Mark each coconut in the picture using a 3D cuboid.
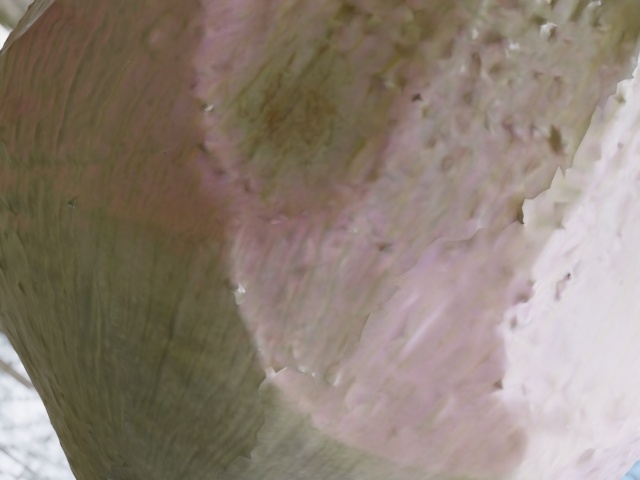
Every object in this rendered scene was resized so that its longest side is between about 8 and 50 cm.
[{"bbox_3d":[0.000,0.000,0.933,0.405,0.404,0.404,-22,-134,24],"label":"coconut"}]
